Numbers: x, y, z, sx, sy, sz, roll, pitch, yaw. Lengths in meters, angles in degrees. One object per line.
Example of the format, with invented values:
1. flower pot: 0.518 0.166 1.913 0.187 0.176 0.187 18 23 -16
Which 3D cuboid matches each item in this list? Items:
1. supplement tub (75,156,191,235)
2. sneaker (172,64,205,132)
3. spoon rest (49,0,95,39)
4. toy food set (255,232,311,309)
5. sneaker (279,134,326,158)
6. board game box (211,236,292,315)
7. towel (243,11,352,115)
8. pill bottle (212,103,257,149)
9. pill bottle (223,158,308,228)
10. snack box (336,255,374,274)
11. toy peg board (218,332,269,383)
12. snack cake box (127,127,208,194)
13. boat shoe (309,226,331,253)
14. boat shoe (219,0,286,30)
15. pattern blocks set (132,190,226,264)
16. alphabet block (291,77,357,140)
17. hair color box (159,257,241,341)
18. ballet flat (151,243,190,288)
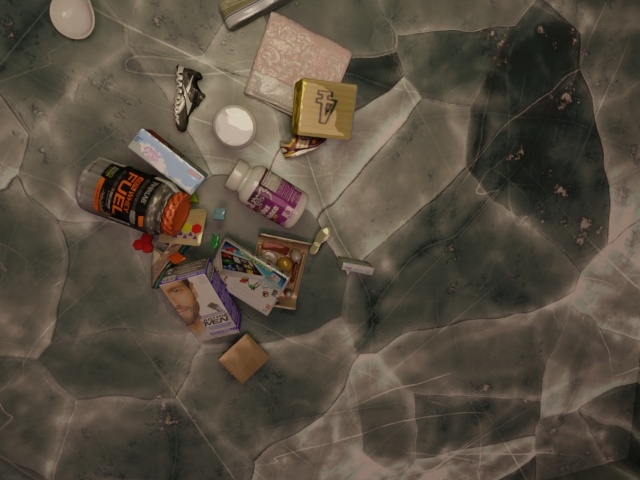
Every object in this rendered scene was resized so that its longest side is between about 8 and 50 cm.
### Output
1. supplement tub: -0.654 -0.147 1.445 0.338 0.207 0.207 20 100 -2
2. sneaker: -0.476 -0.511 1.481 0.106 0.078 0.234 5 101 -9
3. spoon rest: -0.805 -0.811 1.339 0.137 0.084 0.276 15 101 -14
4. toy food set: -0.176 0.132 1.699 0.220 0.092 0.305 11 102 -13
5. sneaker: -0.068 -0.388 1.594 0.186 0.069 0.083 -24 113 -5
6. board game box: -0.293 0.145 1.644 0.305 0.053 0.193 32 105 2
7. towel: -0.087 -0.636 1.536 0.332 0.053 0.316 20 100 -16
8. pill bottle: -0.303 -0.402 1.444 0.153 0.264 0.153 -3 105 -10
9. pill bottle: -0.211 -0.183 1.569 0.302 0.169 0.169 30 97 -16
10. snack box: 0.149 0.108 1.749 0.141 0.100 0.037 11 102 -13
11. toy peg board: -0.342 0.507 1.787 0.161 0.079 0.161 -42 109 -14
12. snack cake box: -0.549 -0.288 1.488 0.264 0.152 0.089 39 94 -17
13. boat shoe: 0.000 0.000 1.724 0.049 0.043 0.137 33 95 9
14. boat shoe: -0.214 -0.852 1.428 0.302 0.109 0.094 -27 106 0
15. pattern blocks set: -0.526 -0.051 1.543 0.325 0.026 0.285 13 76 10
16. alphabet block: 0.007 -0.472 1.476 0.197 0.192 0.193 3 104 -12
17. hair color box: -0.461 0.241 1.601 0.185 0.110 0.338 -15 124 7
18. ballet flat: -0.594 0.043 1.607 0.106 0.107 0.316 37 90 3
